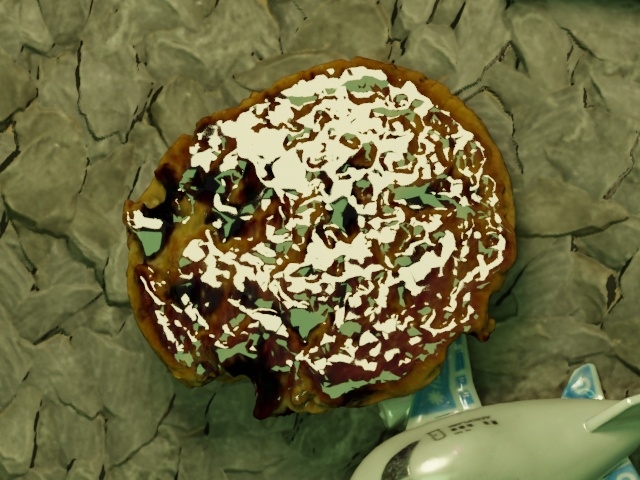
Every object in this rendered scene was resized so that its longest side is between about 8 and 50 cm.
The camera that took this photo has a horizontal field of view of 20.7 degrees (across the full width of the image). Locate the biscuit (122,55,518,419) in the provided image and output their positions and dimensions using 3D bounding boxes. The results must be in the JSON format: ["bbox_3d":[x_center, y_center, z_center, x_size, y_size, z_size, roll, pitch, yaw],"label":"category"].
[{"bbox_3d":[0.001,0.004,1.478,0.334,0.081,0.289,-19,79,4],"label":"biscuit"}]

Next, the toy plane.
[{"bbox_3d":[0.148,0.188,1.461,0.267,0.122,0.266,-1,65,3],"label":"toy plane"}]
